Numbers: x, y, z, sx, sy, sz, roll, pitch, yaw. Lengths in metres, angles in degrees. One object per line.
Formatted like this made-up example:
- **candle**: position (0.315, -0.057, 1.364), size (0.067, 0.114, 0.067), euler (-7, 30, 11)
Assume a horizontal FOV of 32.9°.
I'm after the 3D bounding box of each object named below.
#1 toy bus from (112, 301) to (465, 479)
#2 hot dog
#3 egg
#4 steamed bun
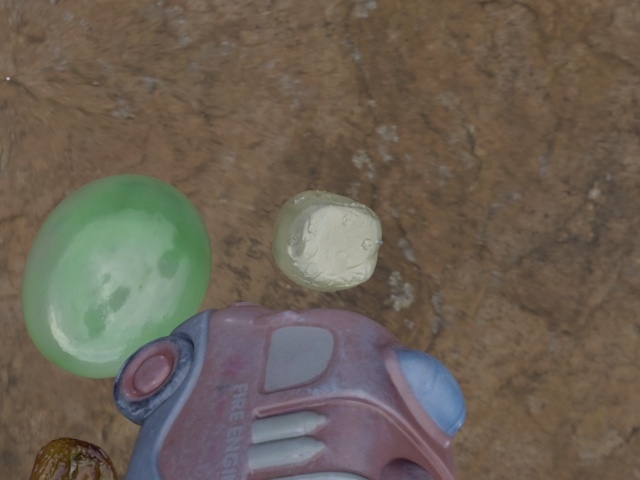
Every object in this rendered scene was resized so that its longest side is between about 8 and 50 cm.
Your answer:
- **toy bus**: position (-0.009, 0.172, 0.748), size (0.232, 0.294, 0.197), euler (-21, 128, 25)
- **hot dog**: position (-0.252, 0.265, 1.045), size (0.099, 0.065, 0.147), euler (31, 75, -37)
- **egg**: position (-0.252, 0.042, 1.343), size (0.220, 0.220, 0.270), euler (42, 53, -17)
- **steamed bun**: position (0.000, 0.000, 1.228), size (0.130, 0.091, 0.112), euler (8, 96, -39)
